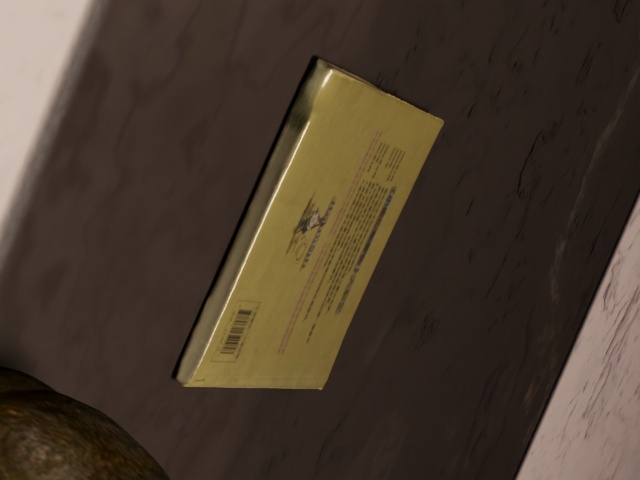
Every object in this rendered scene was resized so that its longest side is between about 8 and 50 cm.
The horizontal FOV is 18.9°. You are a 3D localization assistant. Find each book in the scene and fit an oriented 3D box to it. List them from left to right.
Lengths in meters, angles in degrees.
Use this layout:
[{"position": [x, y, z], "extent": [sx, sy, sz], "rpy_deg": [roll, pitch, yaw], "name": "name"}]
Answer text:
[{"position": [0.000, 0.000, 0.985], "extent": [0.168, 0.013, 0.192], "rpy_deg": [-66, 160, 3], "name": "book"}]

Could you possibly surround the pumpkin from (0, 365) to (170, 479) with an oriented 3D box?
[{"position": [-0.111, 0.172, 0.747], "extent": [0.126, 0.131, 0.248], "rpy_deg": [-26, 139, -60], "name": "pumpkin"}]
